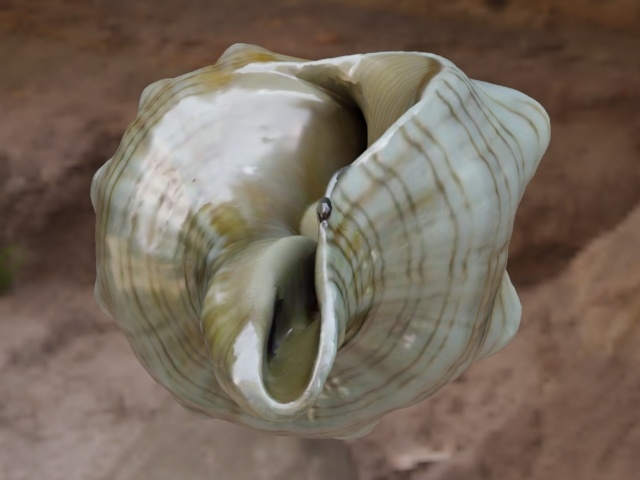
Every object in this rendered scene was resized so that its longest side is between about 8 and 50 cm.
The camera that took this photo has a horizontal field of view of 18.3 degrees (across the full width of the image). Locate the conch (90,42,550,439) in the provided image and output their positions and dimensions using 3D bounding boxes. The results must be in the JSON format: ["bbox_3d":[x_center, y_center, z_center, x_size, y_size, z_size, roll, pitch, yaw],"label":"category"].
[{"bbox_3d":[0.009,0.008,0.812,0.203,0.169,0.386,-47,24,5],"label":"conch"}]
